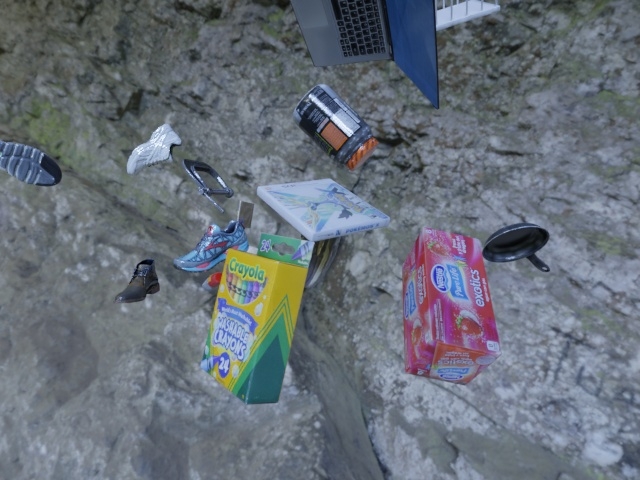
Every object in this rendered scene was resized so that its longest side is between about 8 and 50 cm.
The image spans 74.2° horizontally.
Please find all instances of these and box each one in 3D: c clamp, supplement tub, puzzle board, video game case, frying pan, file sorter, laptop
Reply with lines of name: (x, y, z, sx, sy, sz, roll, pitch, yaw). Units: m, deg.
c clamp: (-0.221, -0.111, 0.857, 0.137, 0.022, 0.161, 46, 12, -2)
supplement tub: (0.066, -0.458, 1.747, 0.338, 0.207, 0.207, 46, 7, 4)
puzzle board: (-0.281, -0.095, 1.578, 0.011, 0.097, 0.128, 10, 2, 13)
video game case: (0.005, -0.110, 1.345, 0.299, 0.036, 0.329, -12, 36, -34)
frying pan: (0.650, 0.015, 1.315, 0.325, 0.197, 0.053, 8, 54, -20)
file sorter: (0.520, -0.955, 1.640, 0.193, 0.277, 0.173, -117, -171, -50)
laptop: (0.105, -0.549, 1.125, 0.407, 0.237, 0.382, 1, -24, 18)

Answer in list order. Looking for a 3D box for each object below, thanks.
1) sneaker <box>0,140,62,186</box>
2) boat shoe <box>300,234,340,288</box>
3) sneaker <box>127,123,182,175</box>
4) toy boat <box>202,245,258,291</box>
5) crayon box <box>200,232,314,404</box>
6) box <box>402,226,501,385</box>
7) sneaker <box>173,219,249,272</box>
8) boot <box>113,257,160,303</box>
sneaker: (-0.755, -0.201, 1.030, 0.228, 0.086, 0.132, 24, -5, -34)
boat shoe: (0.000, 0.000, 1.541, 0.130, 0.356, 0.132, 25, 4, 11)
sneaker: (-0.600, -0.311, 1.546, 0.115, 0.232, 0.090, 42, -6, -6)
toy boat: (-0.353, 0.161, 1.863, 0.317, 0.268, 0.148, -5, -15, -36)
crayon box: (-0.138, 0.141, 0.882, 0.083, 0.324, 0.203, 16, -4, -40)
box: (0.230, 0.116, 0.788, 0.122, 0.128, 0.257, 12, 48, -4)
sneaker: (-0.345, 0.008, 1.311, 0.104, 0.125, 0.261, 13, 29, 38)
boot: (-0.554, 0.121, 1.271, 0.082, 0.107, 0.219, 0, 7, 2)
